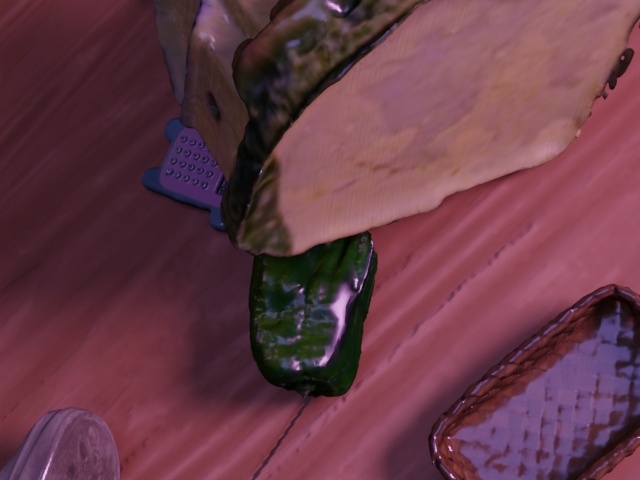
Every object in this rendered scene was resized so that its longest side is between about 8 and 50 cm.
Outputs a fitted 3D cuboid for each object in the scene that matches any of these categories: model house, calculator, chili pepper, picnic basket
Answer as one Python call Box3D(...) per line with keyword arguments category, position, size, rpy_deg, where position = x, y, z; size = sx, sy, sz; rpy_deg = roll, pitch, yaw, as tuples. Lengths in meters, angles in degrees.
Box3D(category="model house", position=(0.035, -0.179, 0.871), size=(0.321, 0.261, 0.266), rpy_deg=(-19, 60, -26))
Box3D(category="calculator", position=(-0.082, -0.056, 1.050), size=(0.141, 0.019, 0.094), rpy_deg=(19, 80, 22))
Box3D(category="chili pepper", position=(0.001, 0.000, 0.978), size=(0.099, 0.083, 0.253), rpy_deg=(7, 73, 18))
Box3D(category="picnic basket", position=(0.175, 0.125, 0.901), size=(0.193, 0.055, 0.110), rpy_deg=(-39, 69, 4))

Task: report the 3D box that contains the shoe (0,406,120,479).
Box3D(category="shoe", position=(-0.277, 0.270, 0.977), size=(0.159, 0.124, 0.316), rpy_deg=(14, 81, 27))
